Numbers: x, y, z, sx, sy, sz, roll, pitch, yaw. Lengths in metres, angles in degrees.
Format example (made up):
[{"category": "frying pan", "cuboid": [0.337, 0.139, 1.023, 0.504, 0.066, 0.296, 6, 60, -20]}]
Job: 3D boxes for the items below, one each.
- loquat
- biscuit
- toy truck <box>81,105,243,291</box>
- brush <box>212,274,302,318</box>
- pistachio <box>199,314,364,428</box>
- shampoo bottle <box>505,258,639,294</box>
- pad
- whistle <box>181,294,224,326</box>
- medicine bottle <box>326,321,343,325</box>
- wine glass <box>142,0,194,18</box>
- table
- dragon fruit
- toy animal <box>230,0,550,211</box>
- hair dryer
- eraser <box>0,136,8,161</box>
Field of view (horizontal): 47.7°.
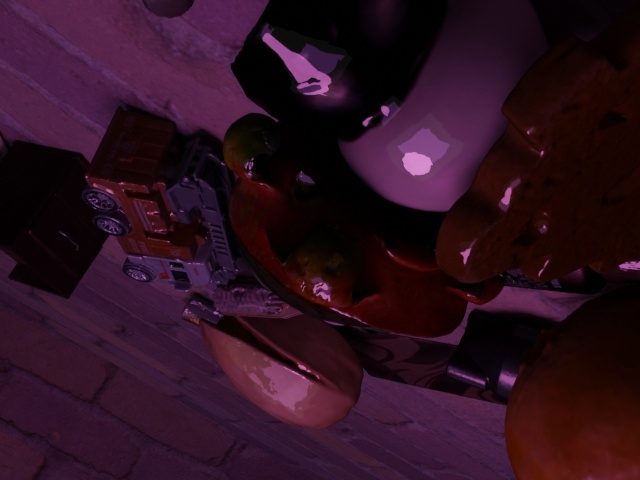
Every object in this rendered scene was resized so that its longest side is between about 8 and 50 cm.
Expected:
[{"category": "loquat", "cuboid": [0.350, 0.195, 0.719, 0.328, 0.329, 0.328, 22, 155, 11]}, {"category": "biscuit", "cuboid": [0.221, -0.055, 0.533, 0.301, 0.278, 0.043, 27, -157, -47]}, {"category": "toy truck", "cuboid": [-0.210, -0.031, 1.072, 0.184, 0.133, 0.338, 10, 150, 9]}, {"category": "brush", "cuboid": [-0.042, 0.096, 1.157, 0.327, 0.070, 0.065, 0, -178, 27]}, {"category": "pistachio", "cuboid": [-0.073, 0.209, 1.307, 0.317, 0.194, 0.214, 31, 170, -1]}, {"category": "shampoo bottle", "cuboid": [0.203, -0.003, 0.771, 0.322, 0.084, 0.129, 3, 135, 40]}, {"category": "pad", "cuboid": [0.176, 0.229, 1.334, 0.330, 0.004, 0.220, 4, 146, 41]}, {"category": "whistle", "cuboid": [-0.143, 0.214, 1.558, 0.326, 0.057, 0.068, 26, 155, 1]}, {"category": "medicine bottle", "cuboid": [0.000, 0.000, 0.907, 0.139, 0.139, 0.225, 10, 150, 33]}, {"category": "wine glass", "cuboid": [-0.131, -0.271, 0.610, 0.066, 0.066, 0.198, 26, 155, 4]}, {"category": "table", "cuboid": [-0.474, -0.034, 1.247, 0.172, 0.193, 0.169, 13, 152, 28]}, {"category": "dragon fruit", "cuboid": [0.028, -0.012, 0.667, 0.295, 0.268, 0.130, 26, 118, -21]}, {"category": "toy animal", "cuboid": [0.064, -0.128, 0.549, 0.235, 0.165, 0.187, 31, 132, -16]}, {"category": "hair dryer", "cuboid": [0.327, 0.215, 1.060, 0.244, 0.116, 0.302, 17, 161, 26]}, {"category": "eraser", "cuboid": [-0.625, -0.121, 1.345, 0.096, 0.098, 0.404, 26, 154, 6]}]
